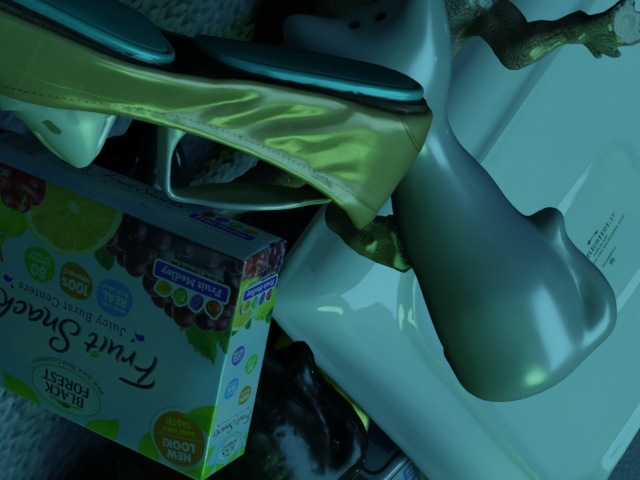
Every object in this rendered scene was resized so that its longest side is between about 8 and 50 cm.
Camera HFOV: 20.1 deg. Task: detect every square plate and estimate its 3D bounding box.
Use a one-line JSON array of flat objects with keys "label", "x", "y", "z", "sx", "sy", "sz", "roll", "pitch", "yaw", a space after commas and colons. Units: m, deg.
[{"label": "square plate", "x": 0.157, "y": -0.004, "z": 1.095, "sx": 0.347, "sy": 0.049, "sz": 0.344, "roll": -54, "pitch": 133, "yaw": -15}]

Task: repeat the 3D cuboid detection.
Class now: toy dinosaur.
[{"label": "toy dinosaur", "x": 0.029, "y": -0.109, "z": 0.929, "sx": 0.127, "sy": 0.200, "sz": 0.295, "roll": 36, "pitch": 101, "yaw": -28}]

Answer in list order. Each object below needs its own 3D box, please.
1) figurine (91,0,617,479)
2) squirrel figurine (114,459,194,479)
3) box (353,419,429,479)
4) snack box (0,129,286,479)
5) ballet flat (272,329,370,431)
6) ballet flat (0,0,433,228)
[{"label": "figurine", "x": 0.000, "y": 0.000, "z": 0.816, "sx": 0.215, "sy": 0.092, "sz": 0.209, "roll": -28, "pitch": 116, "yaw": 2}, {"label": "squirrel figurine", "x": -0.065, "y": 0.323, "z": 0.959, "sx": 0.370, "sy": 0.281, "sz": 0.397, "roll": -46, "pitch": 121, "yaw": 2}, {"label": "box", "x": 0.109, "y": 0.084, "z": 1.210, "sx": 0.290, "sy": 0.087, "sz": 0.169, "roll": -43, "pitch": 147, "yaw": -24}, {"label": "snack box", "x": -0.090, "y": 0.025, "z": 0.743, "sx": 0.037, "sy": 0.141, "sz": 0.100, "roll": -28, "pitch": 135, "yaw": -57}, {"label": "ballet flat", "x": -0.027, "y": 0.143, "z": 1.068, "sx": 0.077, "sy": 0.077, "sz": 0.231, "roll": -8, "pitch": 120, "yaw": -48}, {"label": "ballet flat", "x": -0.064, "y": -0.053, "z": 0.694, "sx": 0.232, "sy": 0.080, "sz": 0.073, "roll": 14, "pitch": 108, "yaw": -24}]
